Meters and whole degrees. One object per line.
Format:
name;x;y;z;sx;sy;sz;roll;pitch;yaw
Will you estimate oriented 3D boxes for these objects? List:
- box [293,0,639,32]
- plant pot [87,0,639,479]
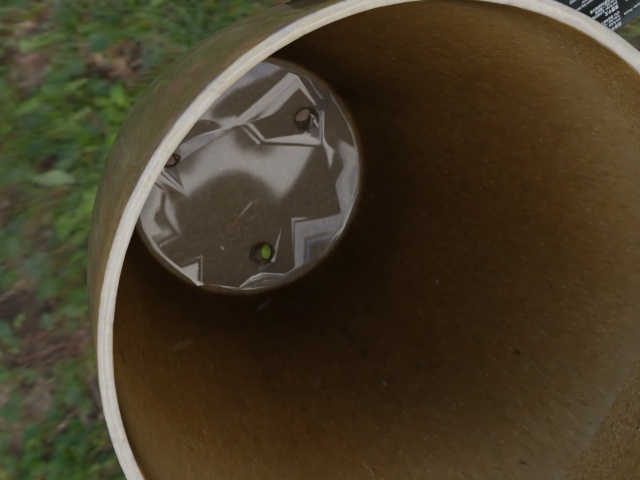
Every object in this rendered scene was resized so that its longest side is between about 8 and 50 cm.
box;0.102;-0.152;0.820;0.184;0.191;0.045;23;139;45
plant pot;0.000;0.000;0.750;0.237;0.254;0.237;-5;105;-18
